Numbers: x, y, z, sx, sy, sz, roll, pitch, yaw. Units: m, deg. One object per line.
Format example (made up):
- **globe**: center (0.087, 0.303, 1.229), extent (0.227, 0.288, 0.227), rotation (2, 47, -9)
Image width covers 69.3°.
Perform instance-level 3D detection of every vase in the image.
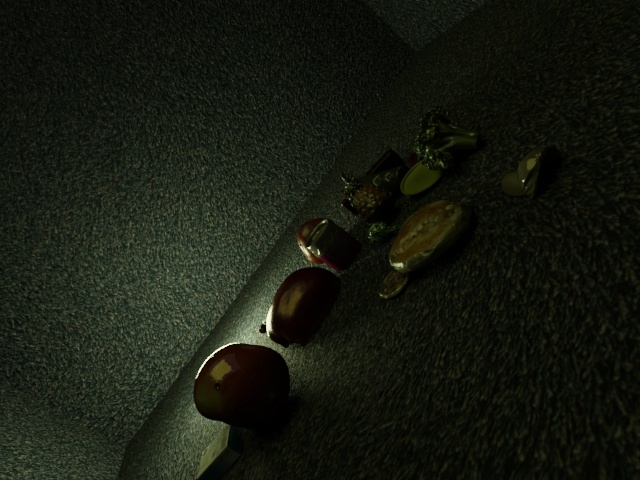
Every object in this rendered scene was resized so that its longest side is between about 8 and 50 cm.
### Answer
- **vase**: center (0.292, -0.243, 2.147), extent (0.301, 0.156, 0.251), rotation (-19, 63, 55)

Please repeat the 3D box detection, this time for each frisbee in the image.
- **frisbee**: center (0.431, -0.272, 1.919), extent (0.236, 0.017, 0.236), rotation (-35, 27, 21)

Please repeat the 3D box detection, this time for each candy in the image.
- **candy**: center (0.294, -0.043, 1.808), extent (0.305, 0.083, 0.091), rotation (-11, 42, 57)

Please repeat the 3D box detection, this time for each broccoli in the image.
- **broccoli**: center (0.479, -0.386, 1.755), extent (0.243, 0.247, 0.263), rotation (5, 16, 30)

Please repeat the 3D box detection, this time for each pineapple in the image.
- **pineapple**: center (0.179, -0.202, 2.072), extent (0.169, 0.169, 0.340), rotation (-51, 49, 4)

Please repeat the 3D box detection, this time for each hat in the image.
- **hat**: center (0.558, -0.189, 1.283), extent (0.147, 0.085, 0.175), rotation (-57, 16, -12)

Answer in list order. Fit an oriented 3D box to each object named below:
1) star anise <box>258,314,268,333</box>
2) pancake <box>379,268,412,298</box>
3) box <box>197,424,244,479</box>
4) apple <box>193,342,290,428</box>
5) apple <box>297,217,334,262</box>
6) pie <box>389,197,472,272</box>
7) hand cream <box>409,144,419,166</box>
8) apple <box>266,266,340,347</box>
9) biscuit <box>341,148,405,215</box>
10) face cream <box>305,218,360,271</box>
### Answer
- **star anise**: center (-0.274, 0.438, 2.370), extent (0.097, 0.070, 0.191), rotation (-52, -5, -6)
- **pancake**: center (0.255, 0.136, 1.563), extent (0.151, 0.025, 0.151), rotation (-44, 13, 13)
- **box**: center (-0.387, 0.830, 1.803), extent (0.194, 0.073, 0.139), rotation (-50, 15, 12)
- **apple**: center (-0.279, 0.525, 1.682), extent (0.348, 0.348, 0.277), rotation (-30, 41, 55)
- **apple**: center (0.000, 0.000, 2.322), extent (0.230, 0.230, 0.230), rotation (-48, 15, 18)
- **pie**: center (0.351, -0.020, 1.503), extent (0.339, 0.077, 0.339), rotation (-42, 17, 16)
- **hand cream**: center (0.468, -0.435, 2.143), extent (0.140, 0.089, 0.314), rotation (-39, 16, 39)
- **apple**: center (-0.079, 0.296, 2.037), extent (0.329, 0.295, 0.365), rotation (84, -151, -52)
- **biscuit**: center (0.267, -0.296, 2.380), extent (0.388, 0.107, 0.073), rotation (-46, 16, 22)
- **face cream**: center (0.056, 0.021, 2.105), extent (0.175, 0.195, 0.175), rotation (-46, 17, 18)
